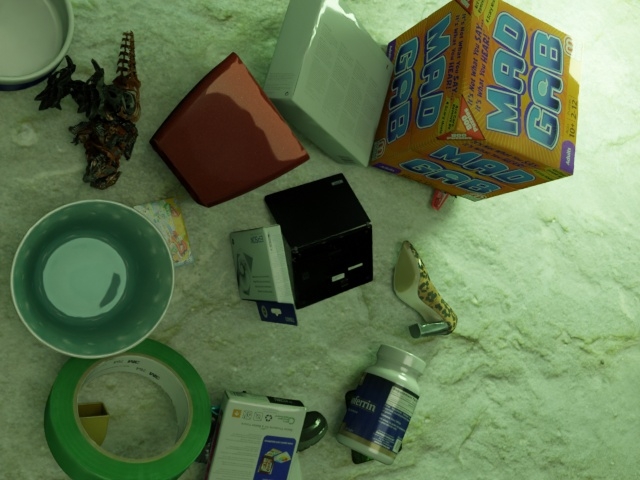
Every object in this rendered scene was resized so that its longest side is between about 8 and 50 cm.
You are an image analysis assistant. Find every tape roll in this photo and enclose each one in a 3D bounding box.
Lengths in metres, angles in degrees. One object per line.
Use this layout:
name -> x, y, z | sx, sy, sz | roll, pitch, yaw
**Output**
tape roll -> -0.384, 0.348, 1.421 | 0.321, 0.077, 0.321 | 18, 45, -19

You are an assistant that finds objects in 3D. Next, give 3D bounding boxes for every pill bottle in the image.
pill bottle -> 0.156, 0.401, 1.740 | 0.153, 0.153, 0.265 | 32, 73, -22

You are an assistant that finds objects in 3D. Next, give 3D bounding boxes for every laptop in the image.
laptop -> 0.000, 0.000, 1.763 | 0.234, 0.136, 0.264 | -19, 122, -26

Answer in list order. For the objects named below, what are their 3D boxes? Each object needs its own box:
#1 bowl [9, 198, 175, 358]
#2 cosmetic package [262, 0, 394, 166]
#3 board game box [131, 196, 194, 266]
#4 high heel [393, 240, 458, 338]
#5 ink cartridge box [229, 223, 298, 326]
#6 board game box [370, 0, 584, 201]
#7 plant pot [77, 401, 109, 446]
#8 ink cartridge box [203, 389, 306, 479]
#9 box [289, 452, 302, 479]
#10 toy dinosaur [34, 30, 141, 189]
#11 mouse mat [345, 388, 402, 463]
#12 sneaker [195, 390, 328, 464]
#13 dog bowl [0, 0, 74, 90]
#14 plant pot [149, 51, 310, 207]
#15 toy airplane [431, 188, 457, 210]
bowl -> -0.468, 0.076, 1.435 | 0.311, 0.163, 0.311 | 1, 87, -26
cosmetic package -> 0.030, -0.375, 1.650 | 0.377, 0.097, 0.284 | 32, 73, -56
board game box -> -0.352, -0.012, 1.574 | 0.103, 0.026, 0.154 | -16, 95, -26
high heel -> 0.287, 0.128, 1.881 | 0.186, 0.093, 0.261 | -1, 79, -45
ink cartridge box -> -0.131, 0.082, 1.574 | 0.045, 0.223, 0.224 | -13, 92, -27
board game box -> 0.386, -0.339, 1.766 | 0.356, 0.356, 0.356 | 15, 76, -26
plant pot -> -0.488, 0.391, 1.460 | 0.081, 0.081, 0.083 | 3, 97, -27
ink cartridge box -> -0.160, 0.516, 1.517 | 0.176, 0.069, 0.371 | 13, 93, -19
box -> -0.103, 0.538, 1.636 | 0.087, 0.101, 0.102 | -12, 95, -27
toy dinosaur -> -0.455, -0.278, 1.475 | 0.218, 0.164, 0.322 | 26, 55, -63
mouse mat -> 0.139, 0.469, 1.817 | 0.152, 0.007, 0.190 | -7, 92, -27
sneaker -> -0.137, 0.416, 1.610 | 0.341, 0.125, 0.140 | -1, 89, -27
dog bowl -> -0.636, -0.437, 1.404 | 0.265, 0.104, 0.265 | 1, 88, -27
plant pot -> -0.222, -0.216, 1.535 | 0.236, 0.267, 0.267 | -39, 105, -10
toy airplane -> 0.319, -0.158, 1.924 | 0.151, 0.028, 0.151 | 2, 85, -28
